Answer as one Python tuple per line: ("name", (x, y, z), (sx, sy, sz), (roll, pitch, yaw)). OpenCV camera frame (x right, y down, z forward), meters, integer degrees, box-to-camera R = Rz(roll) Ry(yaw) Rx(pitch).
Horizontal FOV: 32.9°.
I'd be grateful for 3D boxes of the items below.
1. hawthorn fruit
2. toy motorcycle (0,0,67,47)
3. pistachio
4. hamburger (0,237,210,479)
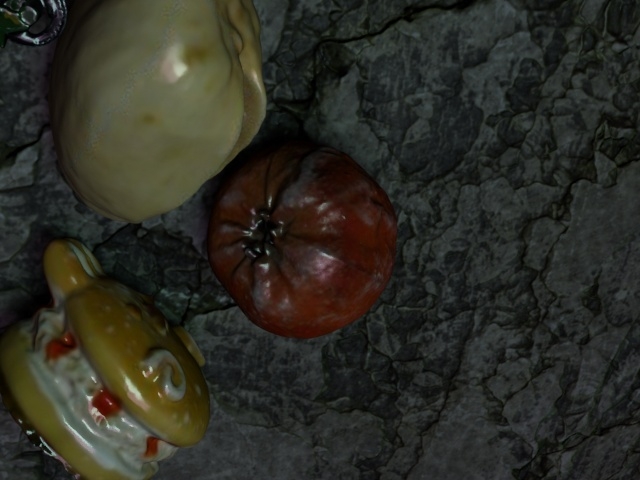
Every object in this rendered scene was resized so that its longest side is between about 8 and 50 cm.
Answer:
("hawthorn fruit", (0.000, 0.000, 1.357), (0.272, 0.242, 0.242), (9, 122, -55))
("toy motorcycle", (-0.378, -0.318, 1.104), (0.187, 0.125, 0.274), (-11, 117, -1))
("pistachio", (-0.179, -0.170, 1.189), (0.238, 0.229, 0.321), (31, 120, 12))
("hamburger", (-0.265, 0.149, 1.349), (0.186, 0.261, 0.302), (-42, 80, 5))
